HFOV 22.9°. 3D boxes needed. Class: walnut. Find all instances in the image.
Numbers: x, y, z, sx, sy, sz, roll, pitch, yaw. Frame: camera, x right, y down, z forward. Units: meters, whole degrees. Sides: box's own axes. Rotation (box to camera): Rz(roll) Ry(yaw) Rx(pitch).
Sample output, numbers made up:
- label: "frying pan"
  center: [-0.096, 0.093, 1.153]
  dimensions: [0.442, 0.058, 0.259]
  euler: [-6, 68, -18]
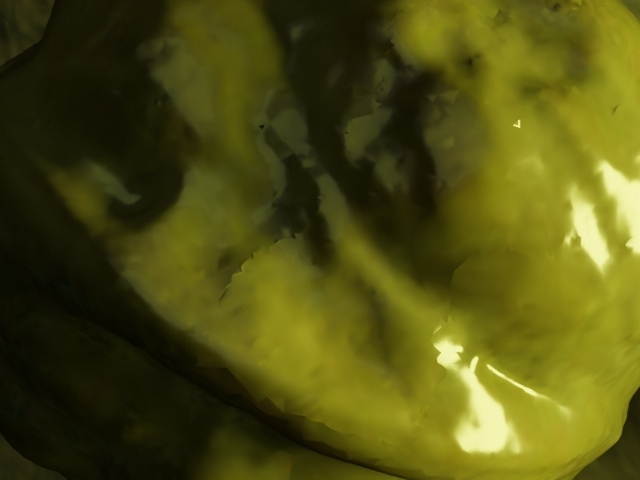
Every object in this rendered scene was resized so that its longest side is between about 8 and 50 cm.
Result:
- label: "walnut"
  center: [0.001, -0.002, 0.624]
  dimensions: [0.277, 0.253, 0.282]
  euler: [33, 87, 12]
